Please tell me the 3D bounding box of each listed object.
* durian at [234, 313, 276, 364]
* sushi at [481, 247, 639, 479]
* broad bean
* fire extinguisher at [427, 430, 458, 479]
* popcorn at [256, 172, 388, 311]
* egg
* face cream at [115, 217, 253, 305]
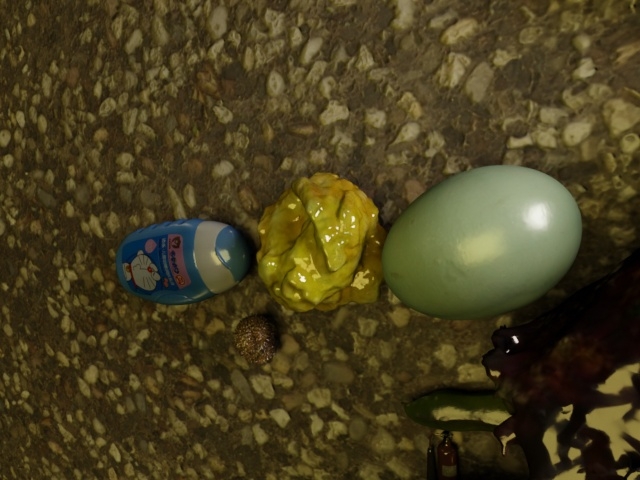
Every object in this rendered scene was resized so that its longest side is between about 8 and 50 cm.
[{"bbox_3d":[-0.105,0.163,0.779,0.091,0.080,0.080,-145,56,-65],"label":"durian"},{"bbox_3d":[0.335,0.146,0.423,0.294,0.281,0.299,-39,55,21],"label":"sushi"},{"bbox_3d":[0.232,0.237,0.642,0.255,0.046,0.065,1,100,26],"label":"broad bean"},{"bbox_3d":[0.181,0.349,0.702,0.049,0.035,0.173,-164,68,-64],"label":"fire extinguisher"},{"bbox_3d":[0.002,0.003,0.655,0.198,0.156,0.197,-15,67,41],"label":"popcorn"},{"bbox_3d":[0.178,0.006,0.553,0.231,0.168,0.168,-27,87,30],"label":"egg"},{"bbox_3d":[-0.231,0.037,0.818,0.264,0.083,0.149,-9,99,28],"label":"face cream"}]
